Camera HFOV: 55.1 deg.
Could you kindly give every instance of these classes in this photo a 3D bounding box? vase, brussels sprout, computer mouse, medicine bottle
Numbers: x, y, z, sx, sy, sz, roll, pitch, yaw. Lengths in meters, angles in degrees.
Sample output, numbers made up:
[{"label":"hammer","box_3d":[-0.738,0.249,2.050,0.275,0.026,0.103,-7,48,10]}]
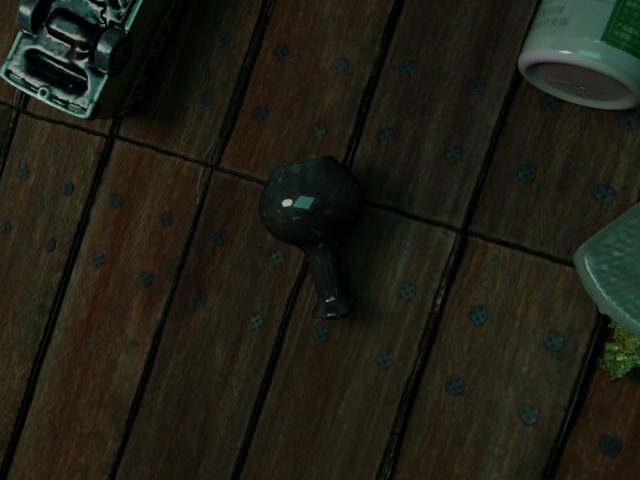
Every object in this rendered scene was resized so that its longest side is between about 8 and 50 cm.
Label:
[{"label":"vase","box_3d":[0.000,0.000,0.695,0.120,0.120,0.183,-12,96,16]},{"label":"brussels sprout","box_3d":[0.312,0.105,0.604,0.085,0.085,0.058,-45,77,9]},{"label":"computer mouse","box_3d":[0.357,0.005,0.581,0.230,0.079,0.128,-33,60,1]},{"label":"medicine bottle","box_3d":[0.307,-0.279,0.604,0.133,0.133,0.274,23,92,18]}]

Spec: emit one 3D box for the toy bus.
[{"label":"toy bus","box_3d":[-0.258,-0.288,0.767,0.133,0.165,0.276,27,95,3]}]
